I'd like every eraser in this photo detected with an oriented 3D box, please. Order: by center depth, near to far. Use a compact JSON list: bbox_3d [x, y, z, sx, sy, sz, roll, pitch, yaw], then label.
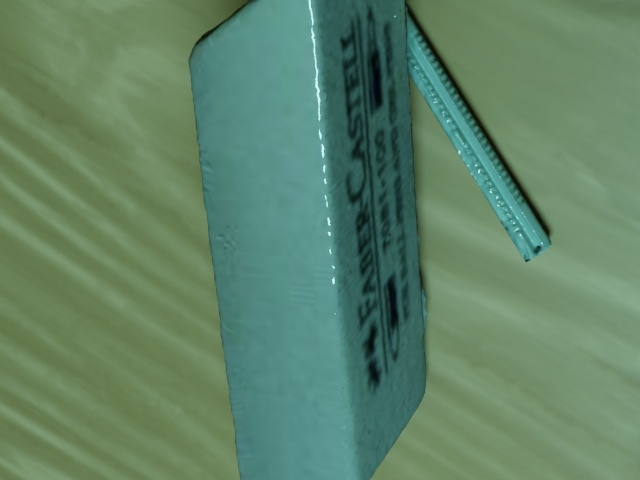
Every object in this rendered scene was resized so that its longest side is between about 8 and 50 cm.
[{"bbox_3d":[0.001,0.000,0.760,0.077,0.111,0.353,8,121,22],"label":"eraser"}]

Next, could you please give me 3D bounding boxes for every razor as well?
[{"bbox_3d":[0.062,-0.079,0.774,0.084,0.036,0.211,-28,103,39],"label":"razor"}]
